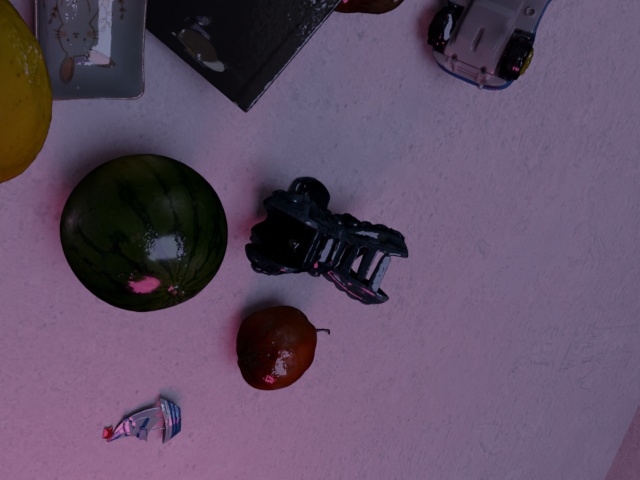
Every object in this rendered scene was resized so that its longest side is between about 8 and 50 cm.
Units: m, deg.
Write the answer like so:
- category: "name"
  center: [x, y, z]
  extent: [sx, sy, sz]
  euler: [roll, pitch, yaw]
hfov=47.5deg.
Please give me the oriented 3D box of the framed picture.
- category: "framed picture"
  center: [-0.095, -0.383, 1.034]
  extent: [0.244, 0.013, 0.324]
  euler: [40, 100, -16]

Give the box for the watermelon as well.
- category: "watermelon"
  center: [-0.258, -0.011, 1.079]
  extent: [0.242, 0.242, 0.242]
  euler: [-18, 125, -28]

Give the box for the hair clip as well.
- category: "hair clip"
  center: [-0.001, -0.001, 1.309]
  extent: [0.310, 0.206, 0.194]
  euler: [21, 96, -38]

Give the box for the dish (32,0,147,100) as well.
- category: "dish"
  center: [-0.315, -0.301, 0.981]
  extent: [0.151, 0.077, 0.212]
  euler: [-9, 120, -36]

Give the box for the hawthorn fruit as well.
- category: "hawthorn fruit"
  center: [-0.068, 0.201, 1.406]
  extent: [0.194, 0.157, 0.157]
  euler: [-18, 125, -25]

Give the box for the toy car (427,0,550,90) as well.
- category: "toy car"
  center: [0.336, -0.434, 1.339]
  extent: [0.314, 0.198, 0.166]
  euler: [-66, 166, 8]

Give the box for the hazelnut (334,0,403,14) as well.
- category: "hazelnut"
  center: [0.062, -0.427, 1.125]
  extent: [0.204, 0.178, 0.178]
  euler: [-14, 123, -31]

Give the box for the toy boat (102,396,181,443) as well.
- category: "toy boat"
  center: [-0.331, 0.341, 1.380]
  extent: [0.149, 0.034, 0.105]
  euler: [16, 108, -29]

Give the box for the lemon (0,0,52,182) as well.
- category: "lemon"
  center: [-0.446, -0.189, 0.832]
  extent: [0.253, 0.253, 0.310]
  euler: [-25, 120, -24]
